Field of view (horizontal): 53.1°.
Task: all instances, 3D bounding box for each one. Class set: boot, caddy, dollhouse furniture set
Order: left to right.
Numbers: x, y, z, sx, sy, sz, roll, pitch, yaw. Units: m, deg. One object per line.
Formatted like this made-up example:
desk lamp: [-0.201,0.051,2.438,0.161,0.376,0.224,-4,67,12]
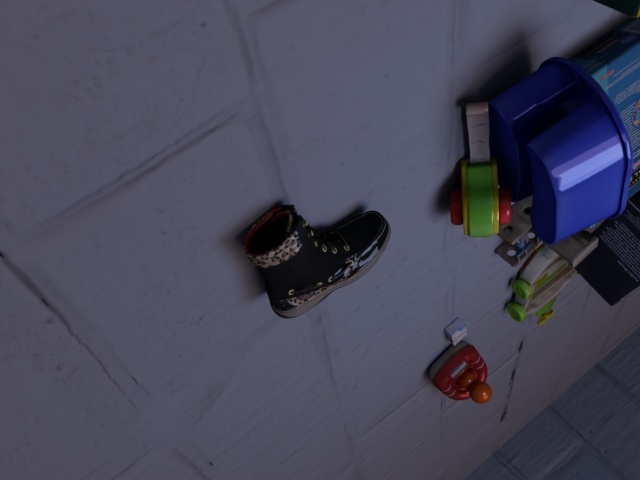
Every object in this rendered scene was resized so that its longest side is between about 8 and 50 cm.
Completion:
boot: [0.000,0.002,0.976,0.236,0.085,0.178,-38,143,-10]
dollhouse furniture set: [0.491,0.012,1.417,0.129,0.183,0.129,-42,146,-5]
caddy: [0.417,-0.153,1.101,0.179,0.241,0.341,-29,146,2]

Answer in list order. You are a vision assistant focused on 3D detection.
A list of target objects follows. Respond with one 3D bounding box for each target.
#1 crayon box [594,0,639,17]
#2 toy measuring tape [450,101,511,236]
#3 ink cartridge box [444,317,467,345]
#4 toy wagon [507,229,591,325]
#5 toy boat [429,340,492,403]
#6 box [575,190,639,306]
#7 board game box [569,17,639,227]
crayon box: [0.597,-0.570,0.981,0.363,0.106,0.313,-33,144,-18]
toy measuring tape: [0.283,-0.095,1.137,0.121,0.121,0.330,-38,146,-11]
ink cartridge box: [0.350,0.238,1.650,0.048,0.028,0.083,-39,146,-8]
toy wagon: [0.633,0.120,1.790,0.267,0.068,0.344,-33,145,-16]
toy boat: [0.404,0.384,1.752,0.151,0.151,0.231,-44,146,0]
box: [0.814,-0.029,1.561,0.296,0.182,0.294,-31,161,-23]
board game box: [0.579,-0.230,1.266,0.254,0.079,0.336,-34,128,-15]
